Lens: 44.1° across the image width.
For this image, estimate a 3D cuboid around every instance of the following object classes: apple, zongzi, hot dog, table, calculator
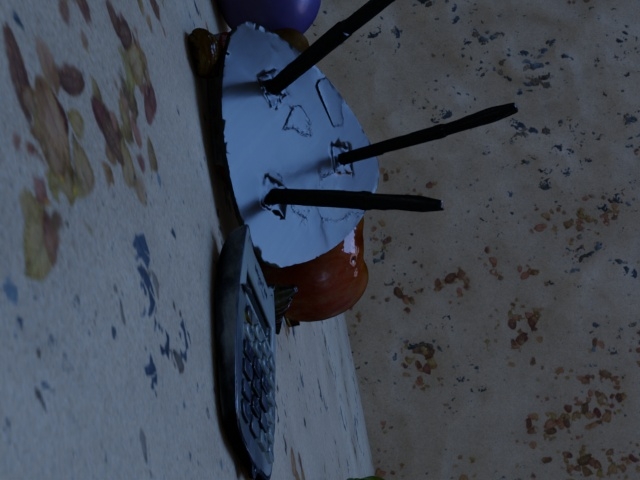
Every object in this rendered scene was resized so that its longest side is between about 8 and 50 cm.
[{"bbox_3d":[-0.012,0.013,1.165,0.209,0.164,0.209,-9,90,-87],"label":"apple"},{"bbox_3d":[-0.063,0.090,1.030,0.083,0.067,0.073,-178,-111,-76],"label":"zongzi"},{"bbox_3d":[-0.138,-0.229,0.966,0.083,0.035,0.058,-25,103,-85],"label":"hot dog"},{"bbox_3d":[0.052,-0.153,0.943,0.317,0.249,0.317,17,67,-47],"label":"table"},{"bbox_3d":[-0.074,0.125,0.842,0.177,0.040,0.268,74,7,-49],"label":"calculator"}]

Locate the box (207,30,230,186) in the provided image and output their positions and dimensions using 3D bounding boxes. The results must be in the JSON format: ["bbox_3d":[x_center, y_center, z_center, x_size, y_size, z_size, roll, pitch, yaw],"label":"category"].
[{"bbox_3d":[-0.121,-0.175,1.031,0.055,0.039,0.218,69,10,-60],"label":"box"}]

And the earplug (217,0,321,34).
[{"bbox_3d":[-0.102,-0.527,1.212,0.215,0.215,0.456,-94,175,-63],"label":"earplug"}]

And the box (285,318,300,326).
[{"bbox_3d":[-0.058,0.073,1.365,0.133,0.023,0.090,-97,173,-51],"label":"box"}]

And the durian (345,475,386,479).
[{"bbox_3d":[0.109,0.501,1.274,0.339,0.204,0.256,69,-1,-73],"label":"durian"}]

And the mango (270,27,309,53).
[{"bbox_3d":[-0.077,-0.212,1.179,0.133,0.111,0.267,70,27,-60],"label":"mango"}]
